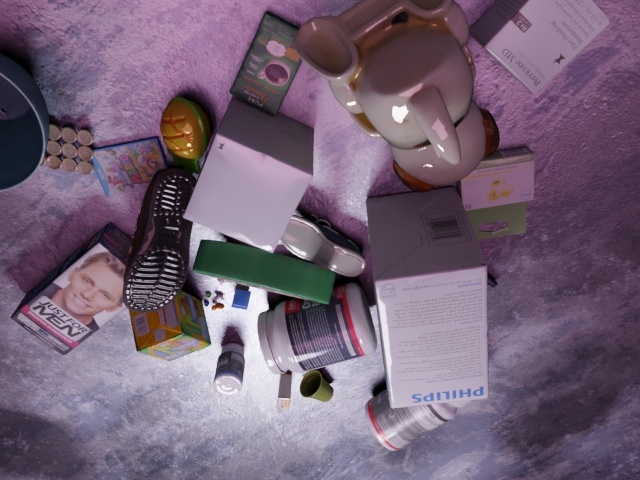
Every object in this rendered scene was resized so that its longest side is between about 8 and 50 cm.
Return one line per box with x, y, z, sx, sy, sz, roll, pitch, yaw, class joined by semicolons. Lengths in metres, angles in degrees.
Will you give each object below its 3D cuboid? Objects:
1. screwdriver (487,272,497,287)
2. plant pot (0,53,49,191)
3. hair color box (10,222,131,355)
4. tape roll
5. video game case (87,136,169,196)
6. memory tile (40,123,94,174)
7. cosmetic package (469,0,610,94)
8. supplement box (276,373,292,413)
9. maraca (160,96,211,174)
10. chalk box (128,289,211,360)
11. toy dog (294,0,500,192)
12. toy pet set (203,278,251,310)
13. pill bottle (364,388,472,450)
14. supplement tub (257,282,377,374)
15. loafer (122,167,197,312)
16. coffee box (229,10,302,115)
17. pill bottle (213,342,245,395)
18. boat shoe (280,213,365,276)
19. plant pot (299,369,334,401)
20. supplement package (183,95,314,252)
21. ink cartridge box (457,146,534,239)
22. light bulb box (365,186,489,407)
0.394;0.068;1.502;0.170;0.024;0.025;37;143;-13;screwdriver
-0.684;-0.269;1.175;0.291;0.195;0.290;-3;127;-4;plant pot
-0.594;0.129;1.474;0.347;0.105;0.174;-36;115;18;hair color box
-0.128;0.074;1.334;0.322;0.321;0.077;14;83;-9;tape roll
-0.440;-0.170;1.350;0.167;0.015;0.119;-10;121;5;video game case
-0.586;-0.209;1.318;0.148;0.012;0.113;11;119;0;memory tile
0.419;-0.417;1.134;0.151;0.151;0.183;35;114;-18;cosmetic package
-0.104;0.439;1.666;0.036;0.098;0.062;6;120;-4;supplement box
-0.296;-0.226;1.271;0.127;0.099;0.185;39;138;22;maraca
-0.370;0.221;1.488;0.132;0.132;0.213;-22;158;7;chalk box
0.209;-0.265;1.113;0.285;0.395;0.408;-40;148;6;toy dog
-0.244;0.151;1.514;0.114;0.065;0.122;13;120;-8;toy pet set
0.281;0.459;1.648;0.283;0.161;0.161;-38;114;19;pill bottle
-0.006;0.229;1.489;0.273;0.191;0.191;-16;119;8;supplement tub
-0.369;-0.004;1.351;0.134;0.130;0.365;14;106;-29;loafer
-0.104;-0.367;1.213;0.113;0.040;0.184;23;111;-12;coffee box
-0.247;0.349;1.589;0.078;0.137;0.078;-1;120;-1;pill bottle
0.000;0.000;1.420;0.255;0.079;0.095;25;115;-17;boat shoe
-0.004;0.430;1.681;0.083;0.083;0.079;-36;126;19;plant pot
-0.142;-0.149;1.222;0.200;0.262;0.198;22;118;-13;supplement package
0.416;-0.096;1.383;0.171;0.056;0.234;-9;118;4;ink cartridge box
0.238;0.123;1.334;0.226;0.357;0.360;-7;121;6;light bulb box
